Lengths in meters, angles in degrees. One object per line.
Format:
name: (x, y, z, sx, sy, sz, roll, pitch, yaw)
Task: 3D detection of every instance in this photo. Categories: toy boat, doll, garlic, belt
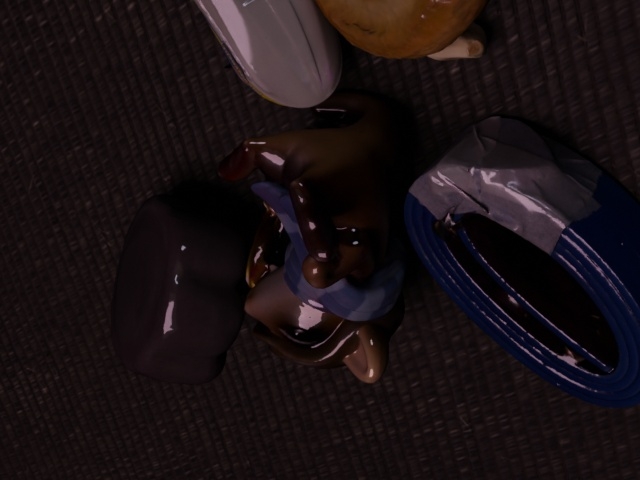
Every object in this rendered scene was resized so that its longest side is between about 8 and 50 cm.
toy boat: (-0.082, -0.271, 2.028, 0.141, 0.141, 0.269, -8, 118, 41)
doll: (-0.005, 0.000, 2.091, 0.209, 0.318, 0.340, -3, 132, 3)
garlic: (0.149, -0.212, 1.951, 0.083, 0.053, 0.041, 15, 116, 53)
belt: (0.255, 0.025, 2.010, 0.347, 0.117, 0.212, 44, 139, 0)

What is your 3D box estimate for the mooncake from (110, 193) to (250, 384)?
mooncake: (-0.177, 0.061, 2.294, 0.133, 0.245, 0.245, 10, 140, -17)

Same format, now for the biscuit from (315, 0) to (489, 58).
biscuit: (0.083, -0.302, 1.886, 0.213, 0.091, 0.274, 47, 136, 23)
